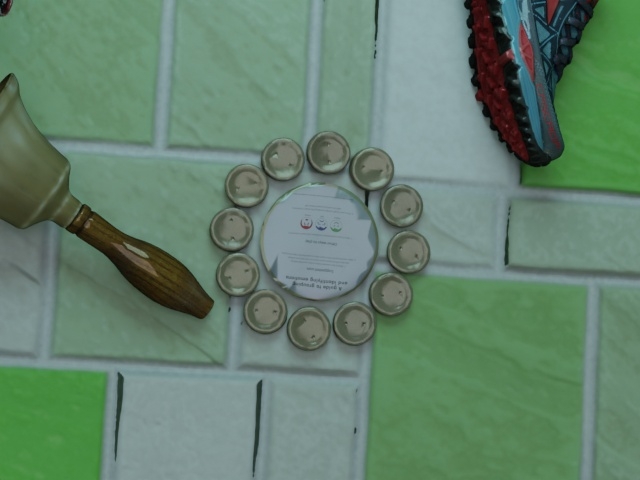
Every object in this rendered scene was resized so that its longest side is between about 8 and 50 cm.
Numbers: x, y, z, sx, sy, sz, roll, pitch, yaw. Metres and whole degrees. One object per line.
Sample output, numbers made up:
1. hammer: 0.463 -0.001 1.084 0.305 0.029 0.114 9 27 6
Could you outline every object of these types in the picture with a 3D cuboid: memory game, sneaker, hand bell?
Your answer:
1. memory game: 0.000 0.000 1.451 0.186 0.012 0.186 1 86 -8
2. sneaker: 0.187 -0.193 1.444 0.125 0.104 0.261 -8 87 -10
3. hand bell: -0.187 -0.011 1.398 0.242 0.126 0.126 38 82 -15

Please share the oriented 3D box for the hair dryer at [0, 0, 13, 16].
1. hair dryer: -0.346 -0.262 1.352 0.223 0.080 0.293 -44 73 -2
